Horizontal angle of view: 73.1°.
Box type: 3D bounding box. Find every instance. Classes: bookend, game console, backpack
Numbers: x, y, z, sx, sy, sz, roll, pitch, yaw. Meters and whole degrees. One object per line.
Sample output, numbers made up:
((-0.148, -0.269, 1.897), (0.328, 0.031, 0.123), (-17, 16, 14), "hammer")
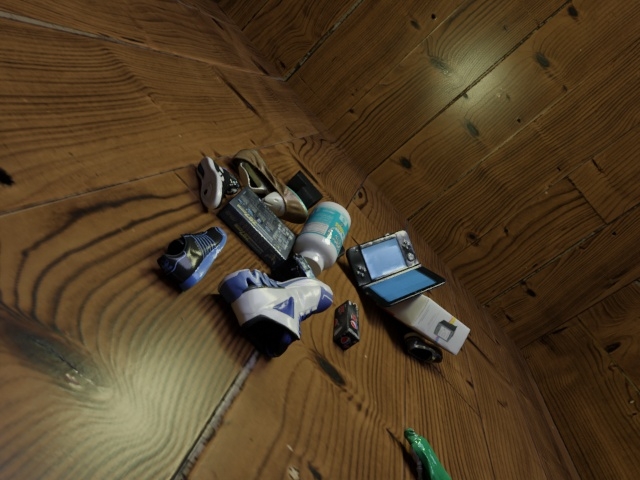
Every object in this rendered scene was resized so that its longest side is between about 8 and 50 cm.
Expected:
((-0.080, -0.207, 1.801), (0.156, 0.072, 0.157), (49, 20, -1), "bookend")
((0.285, 0.097, 1.647), (0.249, 0.294, 0.173), (70, -22, 4), "game console")
((-0.066, 0.107, 1.208), (0.114, 0.105, 0.084), (59, 22, 10), "backpack")

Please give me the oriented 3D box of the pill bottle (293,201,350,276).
((0.000, 0.000, 1.427), (0.146, 0.146, 0.264), (43, 43, -18), "pill bottle")

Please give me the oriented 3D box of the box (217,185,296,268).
((-0.183, -0.042, 1.297), (0.232, 0.059, 0.183), (46, 20, -12), "box")

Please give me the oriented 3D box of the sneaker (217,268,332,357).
((-0.089, 0.184, 1.019), (0.316, 0.127, 0.182), (14, 43, -48), "sneaker")

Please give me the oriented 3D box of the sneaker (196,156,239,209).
((-0.282, -0.153, 1.253), (0.121, 0.079, 0.216), (29, 26, -42), "sneaker")

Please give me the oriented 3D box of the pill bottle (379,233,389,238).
((0.343, 0.113, 2.011), (0.272, 0.152, 0.152), (51, 19, 2), "pill bottle")

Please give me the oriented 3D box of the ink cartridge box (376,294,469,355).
((0.405, 0.305, 1.706), (0.306, 0.131, 0.226), (35, -6, -34), "ink cartridge box")

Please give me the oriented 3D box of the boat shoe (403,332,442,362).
((0.402, 0.433, 1.669), (0.228, 0.081, 0.068), (36, 35, -31), "boat shoe")

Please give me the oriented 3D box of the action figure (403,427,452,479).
((0.288, 0.603, 1.126), (0.137, 0.064, 0.232), (10, 47, -58), "action figure")

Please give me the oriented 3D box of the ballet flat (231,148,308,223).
((-0.189, -0.176, 1.480), (0.342, 0.116, 0.124), (52, 40, 7), "ballet flat")

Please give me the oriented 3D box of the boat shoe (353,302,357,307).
((0.109, 0.242, 1.443), (0.035, 0.035, 0.100), (46, 19, -11), "boat shoe")

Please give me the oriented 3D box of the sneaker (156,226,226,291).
((-0.279, 0.014, 0.954), (0.090, 0.082, 0.232), (51, 19, -20), "sneaker")

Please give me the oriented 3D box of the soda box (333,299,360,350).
((0.080, 0.255, 1.319), (0.053, 0.060, 0.169), (46, 19, -15), "soda box")

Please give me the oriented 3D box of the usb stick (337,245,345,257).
((0.031, 0.045, 1.622), (0.077, 0.045, 0.278), (58, 20, 3), "usb stick")
